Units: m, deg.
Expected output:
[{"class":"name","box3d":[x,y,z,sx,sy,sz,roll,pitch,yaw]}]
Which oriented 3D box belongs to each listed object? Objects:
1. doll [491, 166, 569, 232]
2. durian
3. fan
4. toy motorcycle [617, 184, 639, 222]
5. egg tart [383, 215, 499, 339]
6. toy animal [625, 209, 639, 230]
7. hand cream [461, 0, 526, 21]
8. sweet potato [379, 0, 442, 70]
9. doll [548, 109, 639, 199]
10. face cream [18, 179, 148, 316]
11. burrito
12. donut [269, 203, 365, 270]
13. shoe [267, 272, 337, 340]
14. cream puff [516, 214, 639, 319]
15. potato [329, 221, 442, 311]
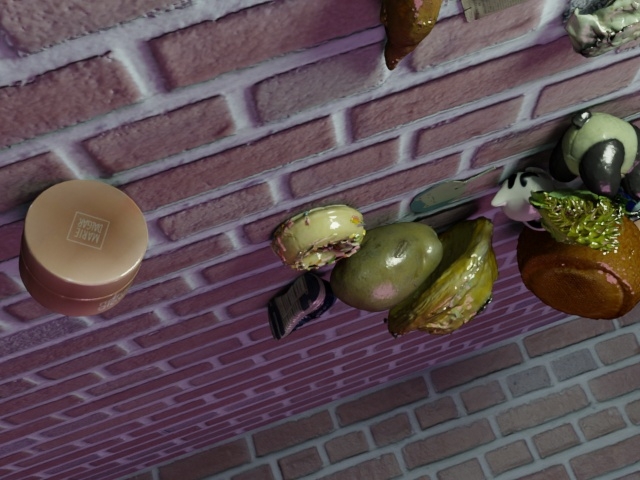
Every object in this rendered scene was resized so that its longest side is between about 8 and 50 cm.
[{"class":"doll","box3d":[0.412,-0.080,1.414,0.110,0.107,0.180,-9,162,37]},{"class":"durian","box3d":[0.475,-0.041,1.316,0.375,0.107,0.132,2,-168,-45]},{"class":"fan","box3d":[0.247,-0.096,1.360,0.175,0.005,0.113,-28,157,18]},{"class":"toy motorcycle","box3d":[0.696,-0.134,1.534,0.168,0.113,0.315,-35,148,9]},{"class":"egg tart","box3d":[0.262,0.087,1.470,0.315,0.120,0.315,-49,-172,9]},{"class":"toy animal","box3d":[0.706,0.037,1.838,0.326,0.237,0.269,-21,146,-3]},{"class":"hand cream","box3d":[0.245,-0.299,0.848,0.165,0.037,0.057,-18,160,15]},{"class":"sweet potato","box3d":[0.096,-0.240,0.802,0.068,0.068,0.226,-17,159,-8]},{"class":"doll","box3d":[0.515,-0.147,1.286,0.234,0.143,0.135,6,107,-32]},{"class":"face cream","box3d":[-0.303,0.011,0.933,0.149,0.149,0.104,-8,156,-29]},{"class":"burrito","box3d":[0.462,-0.323,0.922,0.309,0.066,0.096,-25,163,14]},{"class":"donut","box3d":[0.000,0.000,1.289,0.174,0.068,0.175,-18,158,-8]},{"class":"shoe","box3d":[-0.038,0.147,1.573,0.106,0.092,0.207,10,141,-43]},{"class":"cream puff","box3d":[0.586,0.029,1.620,0.212,0.303,0.303,-60,174,-25]},{"class":"potato","box3d":[0.129,0.048,1.408,0.235,0.160,0.178,-31,-159,-10]}]
